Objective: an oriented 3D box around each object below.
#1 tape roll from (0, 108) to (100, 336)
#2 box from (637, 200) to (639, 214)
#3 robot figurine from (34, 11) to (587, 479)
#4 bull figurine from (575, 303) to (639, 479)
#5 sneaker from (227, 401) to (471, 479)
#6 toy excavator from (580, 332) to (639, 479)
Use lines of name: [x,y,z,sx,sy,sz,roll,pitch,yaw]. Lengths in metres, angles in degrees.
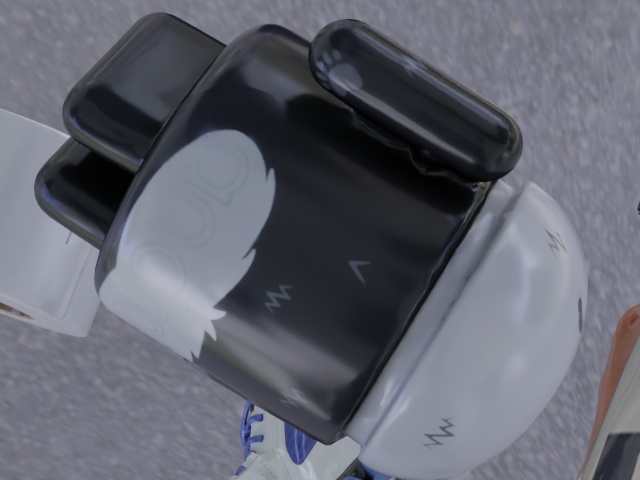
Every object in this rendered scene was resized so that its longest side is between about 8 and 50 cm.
tape roll: [-0.317,-0.023,1.865,0.246,0.246,0.169,18,80,17]
box: [0.357,-0.070,1.465,0.175,0.220,0.051,22,55,10]
robot figurine: [0.000,0.000,0.939,0.278,0.209,0.173,31,83,3]
bull figurine: [0.302,0.217,1.702,0.188,0.101,0.310,18,85,-25]
sneaker: [-0.037,0.223,1.679,0.315,0.127,0.182,-28,49,-22]
toy excavator: [0.036,0.139,0.379,0.222,0.433,0.445,20,78,-7]
